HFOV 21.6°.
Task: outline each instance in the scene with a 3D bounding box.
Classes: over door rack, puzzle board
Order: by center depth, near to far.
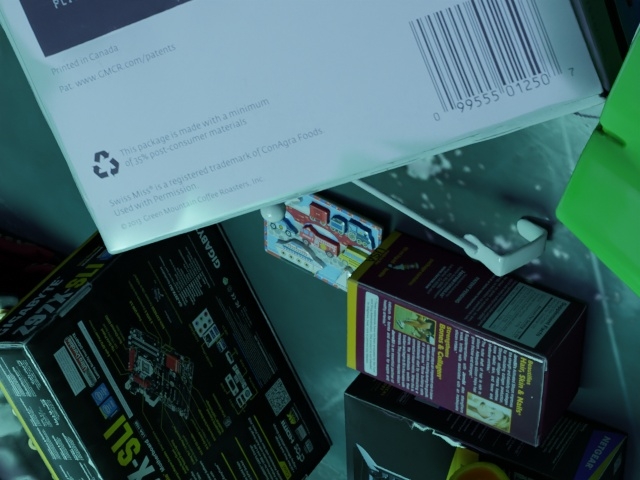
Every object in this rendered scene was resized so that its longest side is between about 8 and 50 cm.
[{"bbox_3d":[0.022,-0.114,1.306,0.324,0.108,0.240,23,136,23],"label":"over door rack"},{"bbox_3d":[0.000,0.000,1.489,0.128,0.011,0.096,27,137,26],"label":"puzzle board"}]

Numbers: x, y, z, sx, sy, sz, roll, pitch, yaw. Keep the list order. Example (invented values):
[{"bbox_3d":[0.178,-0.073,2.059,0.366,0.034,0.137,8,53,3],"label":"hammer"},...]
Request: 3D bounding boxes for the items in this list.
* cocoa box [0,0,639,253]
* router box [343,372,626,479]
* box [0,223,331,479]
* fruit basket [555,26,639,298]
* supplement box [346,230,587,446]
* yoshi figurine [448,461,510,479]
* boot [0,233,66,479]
[{"bbox_3d":[0.003,-0.171,1.079,0.347,0.228,0.231,-17,104,22],"label":"cocoa box"},{"bbox_3d":[0.146,0.266,1.551,0.242,0.081,0.309,20,135,25],"label":"router box"},{"bbox_3d":[-0.142,0.147,1.550,0.079,0.257,0.322,-4,122,42],"label":"box"},{"bbox_3d":[0.369,-0.075,0.921,0.392,0.283,0.392,12,117,25],"label":"fruit basket"},{"bbox_3d":[0.120,0.081,1.412,0.188,0.081,0.104,22,135,25],"label":"supplement box"},{"bbox_3d":[0.138,0.382,1.452,0.203,0.203,0.362,10,133,23],"label":"yoshi figurine"},{"bbox_3d":[-0.291,0.165,1.750,0.377,0.138,0.284,24,124,26],"label":"boot"}]
